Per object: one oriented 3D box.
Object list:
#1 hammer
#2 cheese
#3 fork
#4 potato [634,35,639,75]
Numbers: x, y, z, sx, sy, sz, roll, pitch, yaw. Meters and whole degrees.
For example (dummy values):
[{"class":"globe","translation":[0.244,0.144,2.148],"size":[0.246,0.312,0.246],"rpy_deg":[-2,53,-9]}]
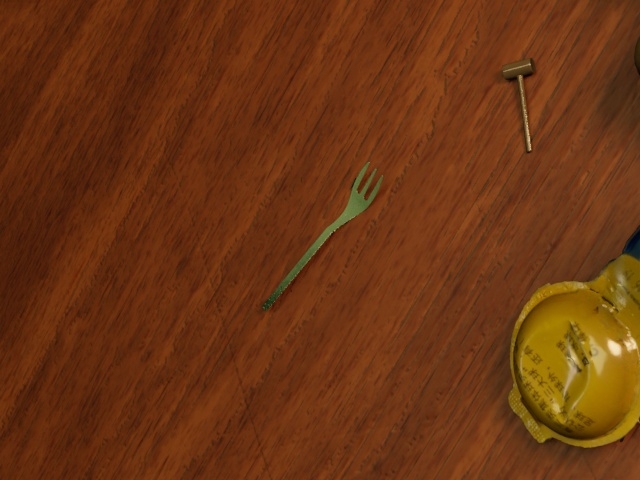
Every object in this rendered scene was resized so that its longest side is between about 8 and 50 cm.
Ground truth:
[{"class":"hammer","translation":[0.237,-0.156,1.139],"size":[0.035,0.019,0.110],"rpy_deg":[-10,81,29]},{"class":"cheese","translation":[0.281,0.103,0.996],"size":[0.177,0.069,0.270],"rpy_deg":[55,130,33]},{"class":"fork","translation":[0.001,0.000,1.244],"size":[0.235,0.021,0.039],"rpy_deg":[-51,56,14]},{"class":"potato","translation":[0.419,-0.199,0.971],"size":[0.200,0.137,0.154],"rpy_deg":[-40,101,21]}]
